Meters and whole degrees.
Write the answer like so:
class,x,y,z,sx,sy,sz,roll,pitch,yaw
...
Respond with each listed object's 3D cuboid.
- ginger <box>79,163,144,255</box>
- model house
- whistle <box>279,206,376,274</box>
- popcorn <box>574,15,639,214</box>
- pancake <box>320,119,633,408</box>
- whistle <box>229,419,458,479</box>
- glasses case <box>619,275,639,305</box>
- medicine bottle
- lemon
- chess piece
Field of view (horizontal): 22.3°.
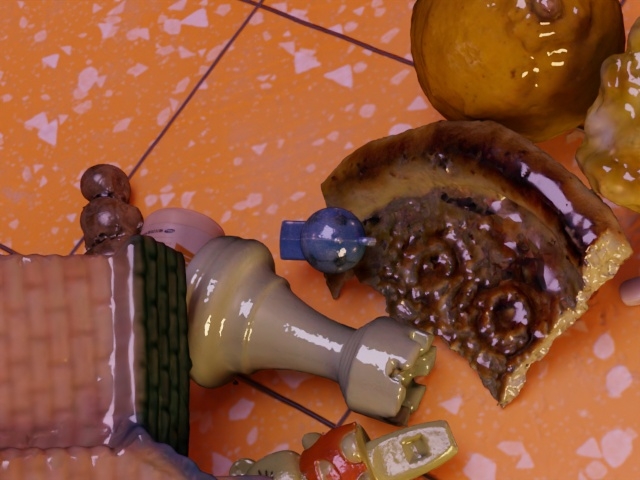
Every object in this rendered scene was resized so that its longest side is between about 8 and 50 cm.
class,x,y,z,sx,sy,sz,roll,pitch,yaw
ginger,-0.290,-0.020,2.205,0.104,0.080,0.204,-15,58,19
model house,-0.273,0.235,1.820,0.400,0.395,0.445,-3,80,-14
whistle,0.000,0.000,1.999,0.158,0.090,0.090,1,60,32
popcorn,0.477,-0.145,1.866,0.292,0.293,0.334,21,78,24
pancake,0.157,-0.002,1.951,0.427,0.067,0.304,33,108,32
whistle,0.021,0.279,1.881,0.288,0.106,0.131,-23,76,10
glasses case,0.398,0.056,1.932,0.083,0.021,0.032,-15,58,12
medicine bottle,-0.199,0.088,2.084,0.114,0.114,0.252,1,61,21
lemon,0.247,-0.250,2.005,0.285,0.285,0.316,-48,33,-12
chess piece,-0.018,0.122,1.964,0.299,0.194,0.194,19,68,20
